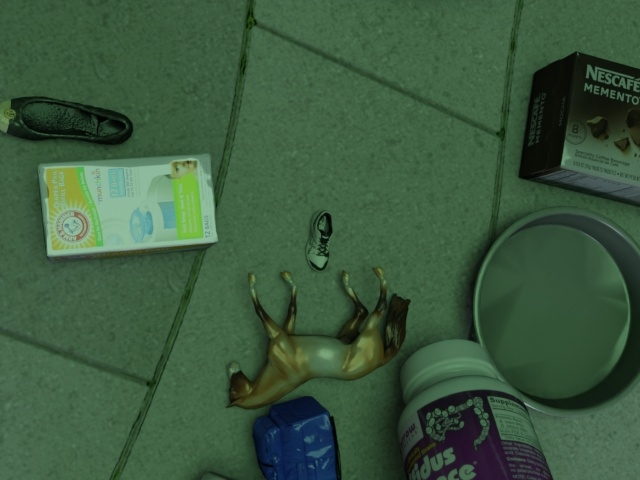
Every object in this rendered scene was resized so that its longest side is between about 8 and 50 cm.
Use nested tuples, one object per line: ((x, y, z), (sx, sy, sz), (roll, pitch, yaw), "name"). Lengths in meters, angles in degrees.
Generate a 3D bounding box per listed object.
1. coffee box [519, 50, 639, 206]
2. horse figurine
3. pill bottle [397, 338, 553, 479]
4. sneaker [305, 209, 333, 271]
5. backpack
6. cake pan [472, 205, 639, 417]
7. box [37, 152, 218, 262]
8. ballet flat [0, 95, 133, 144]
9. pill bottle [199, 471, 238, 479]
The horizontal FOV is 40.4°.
((0.454, -0.144, 1.250), (0.297, 0.119, 0.168), (12, 83, -13), "coffee box")
((0.005, 0.125, 1.136), (0.263, 0.066, 0.175), (-2, 84, -15), "horse figurine")
((0.186, 0.273, 1.053), (0.169, 0.169, 0.302), (3, 42, -14), "pill bottle")
((0.000, 0.000, 1.161), (0.031, 0.037, 0.083), (2, 86, -16), "sneaker")
((-0.029, 0.271, 1.100), (0.101, 0.098, 0.120), (-13, 100, -11), "backpack")
((0.341, 0.100, 1.231), (0.293, 0.054, 0.293), (1, 84, -15), "cake pan")
((-0.236, -0.038, 1.068), (0.203, 0.103, 0.114), (-5, 86, -15), "box")
((-0.321, -0.153, 1.085), (0.173, 0.049, 0.058), (3, 83, -14), "ballet flat")
((-0.124, 0.396, 1.043), (0.117, 0.117, 0.208), (23, 76, -11), "pill bottle")
